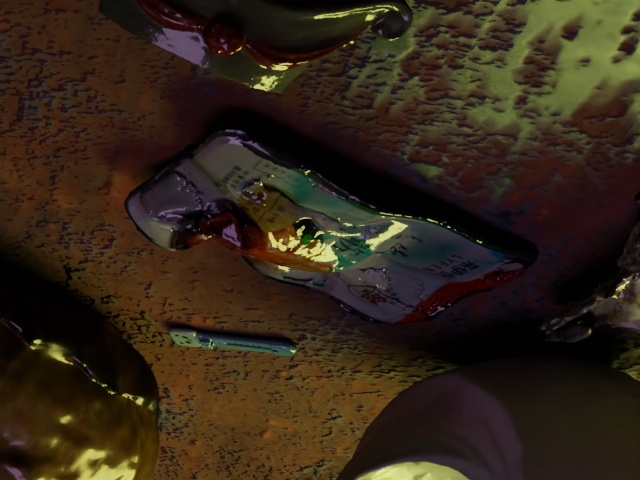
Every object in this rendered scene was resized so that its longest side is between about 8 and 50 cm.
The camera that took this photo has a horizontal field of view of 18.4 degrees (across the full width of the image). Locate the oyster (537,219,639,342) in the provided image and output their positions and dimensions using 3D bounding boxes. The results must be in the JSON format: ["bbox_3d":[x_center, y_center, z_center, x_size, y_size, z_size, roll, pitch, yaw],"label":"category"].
[{"bbox_3d":[0.193,0.026,1.183,0.106,0.061,0.200,4,163,-26],"label":"oyster"}]

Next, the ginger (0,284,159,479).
[{"bbox_3d":[-0.218,0.110,1.406,0.165,0.172,0.321,-36,138,5],"label":"ginger"}]

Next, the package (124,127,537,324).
[{"bbox_3d":[0.000,0.000,1.214,0.232,0.040,0.166,25,152,-27],"label":"package"}]

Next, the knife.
[{"bbox_3d":[-0.063,0.075,1.432,0.096,0.010,0.027,5,154,16],"label":"knife"}]

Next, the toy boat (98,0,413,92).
[{"bbox_3d":[-0.047,-0.121,0.946,0.185,0.071,0.089,23,-165,-20],"label":"toy boat"}]

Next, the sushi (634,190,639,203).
[{"bbox_3d":[0.273,0.019,1.060,0.226,0.103,0.097,25,136,-30],"label":"sushi"}]

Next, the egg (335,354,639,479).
[{"bbox_3d":[0.150,0.152,1.326,0.206,0.162,0.271,-5,-154,-38],"label":"egg"}]
